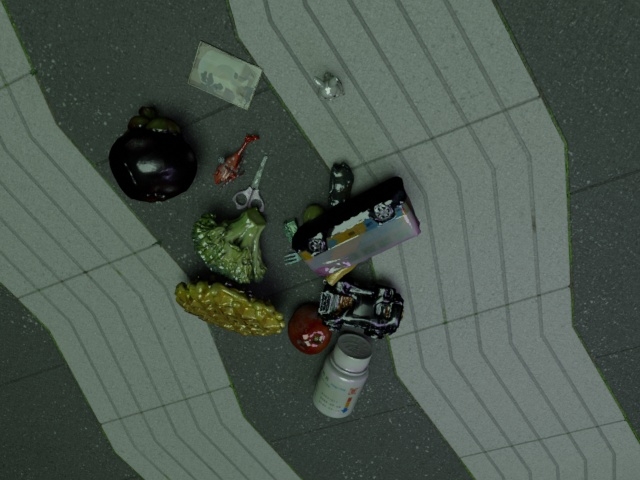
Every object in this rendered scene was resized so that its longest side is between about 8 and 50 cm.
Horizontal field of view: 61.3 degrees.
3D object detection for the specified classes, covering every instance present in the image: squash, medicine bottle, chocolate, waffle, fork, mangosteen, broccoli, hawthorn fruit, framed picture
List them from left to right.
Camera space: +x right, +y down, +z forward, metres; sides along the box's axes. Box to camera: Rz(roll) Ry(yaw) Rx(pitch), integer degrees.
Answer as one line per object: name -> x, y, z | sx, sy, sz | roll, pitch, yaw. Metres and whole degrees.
mangosteen -> -0.519, -0.258, 1.651 | 0.233, 0.287, 0.288 | -32, 116, -23
framed picture -> -0.288, -0.495, 1.628 | 0.200, 0.010, 0.136 | 23, 117, -6
waffle -> -0.313, 0.241, 1.858 | 0.379, 0.095, 0.382 | 29, 154, -23
broccoli -> -0.270, 0.013, 1.773 | 0.245, 0.288, 0.248 | -47, 67, 15
hawthorn fruit -> -0.038, 0.321, 1.924 | 0.172, 0.173, 0.173 | 2, 117, 5
fork -> -0.010, 0.054, 1.871 | 0.235, 0.021, 0.039 | -6, 120, 7
squash -> 0.000, 0.000, 1.797 | 0.083, 0.083, 0.250 | -11, 109, 11
medicine bottle -> 0.084, 0.500, 1.999 | 0.170, 0.170, 0.293 | 18, 118, -3
chocolate -> 0.094, 0.055, 1.781 | 0.085, 0.085, 0.219 | 44, 85, -15

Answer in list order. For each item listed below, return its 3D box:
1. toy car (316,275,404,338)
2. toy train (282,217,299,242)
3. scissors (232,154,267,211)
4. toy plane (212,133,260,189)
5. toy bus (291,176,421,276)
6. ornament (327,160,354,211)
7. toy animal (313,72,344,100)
toy car -> 0.139, 0.230, 1.854 | 0.301, 0.118, 0.193 | 13, 90, -5
toy train -> -0.093, -0.032, 1.828 | 0.053, 0.033, 0.083 | -23, 112, 12
scissors -> -0.213, -0.182, 1.771 | 0.110, 0.021, 0.212 | 21, 118, -7
toy plane -> -0.275, -0.256, 1.700 | 0.077, 0.126, 0.194 | 38, 119, 17
toy bus -> 0.109, -0.025, 1.646 | 0.386, 0.171, 0.162 | -26, 113, 17
ornament -> 0.146, -0.150, 1.721 | 0.236, 0.080, 0.202 | 7, 120, 5
toy animal -> 0.028, -0.440, 1.561 | 0.070, 0.124, 0.085 | 1, 115, 11
